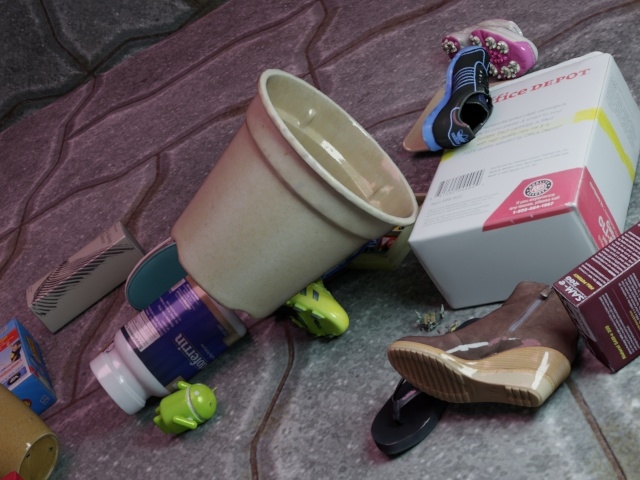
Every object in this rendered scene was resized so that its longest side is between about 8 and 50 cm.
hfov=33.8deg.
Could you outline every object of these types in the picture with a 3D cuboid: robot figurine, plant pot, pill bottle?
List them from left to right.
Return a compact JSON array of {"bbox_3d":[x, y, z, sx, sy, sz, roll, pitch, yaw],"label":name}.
[{"bbox_3d":[-0.619,0.367,1.939,0.254,0.237,0.237,18,53,22],"label":"plant pot"},{"bbox_3d":[-0.278,0.188,1.918,0.264,0.153,0.153,-39,28,-5],"label":"pill bottle"},{"bbox_3d":[-0.228,0.287,1.801,0.115,0.067,0.101,-27,27,16],"label":"robot figurine"},{"bbox_3d":[-0.065,-0.049,1.697,0.305,0.334,0.334,-45,24,20],"label":"plant pot"}]

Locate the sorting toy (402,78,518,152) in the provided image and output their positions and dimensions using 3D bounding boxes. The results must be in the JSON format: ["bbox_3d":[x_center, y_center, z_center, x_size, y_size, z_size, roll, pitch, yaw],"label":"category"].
[{"bbox_3d":[0.287,-0.240,2.083,0.208,0.038,0.193,1,45,42],"label":"sorting toy"}]

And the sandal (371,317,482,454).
[{"bbox_3d":[0.155,0.200,1.528,0.254,0.054,0.097,-48,30,-21],"label":"sandal"}]

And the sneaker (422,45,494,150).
[{"bbox_3d":[0.250,-0.238,1.737,0.090,0.081,0.232,-6,47,42],"label":"sneaker"}]

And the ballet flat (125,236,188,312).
[{"bbox_3d":[-0.230,0.008,2.166,0.400,0.139,0.139,-41,26,15],"label":"ballet flat"}]

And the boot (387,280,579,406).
[{"bbox_3d":[0.241,0.134,1.477,0.248,0.090,0.207,10,42,29],"label":"boot"}]

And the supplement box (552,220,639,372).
[{"bbox_3d":[0.437,0.046,1.374,0.239,0.130,0.073,-35,28,-2],"label":"supplement box"}]

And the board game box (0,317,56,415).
[{"bbox_3d":[-0.729,0.343,2.246,0.308,0.086,0.302,-39,28,-6],"label":"board game box"}]

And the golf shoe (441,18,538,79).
[{"bbox_3d":[0.367,-0.408,2.157,0.140,0.115,0.306,-33,23,-12],"label":"golf shoe"}]

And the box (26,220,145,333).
[{"bbox_3d":[-0.538,0.083,2.424,0.275,0.094,0.113,-38,27,-3],"label":"box"}]

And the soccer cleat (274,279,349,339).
[{"bbox_3d":[-0.029,0.091,1.858,0.121,0.093,0.289,-43,28,-18],"label":"soccer cleat"}]

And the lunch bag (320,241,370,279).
[{"bbox_3d":[0.000,0.000,1.880,0.129,0.096,0.151,14,58,49],"label":"lunch bag"}]

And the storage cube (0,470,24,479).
[{"bbox_3d":[-0.497,0.514,1.626,0.215,0.183,0.193,-33,28,5],"label":"storage cube"}]

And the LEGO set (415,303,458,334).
[{"bbox_3d":[0.181,0.130,1.649,0.054,0.023,0.083,-38,41,0],"label":"LEGO set"}]

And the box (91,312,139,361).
[{"bbox_3d":[-0.350,0.217,2.079,0.225,0.036,0.136,9,51,51],"label":"box"}]

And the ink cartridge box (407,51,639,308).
[{"bbox_3d":[0.337,-0.097,1.669,0.279,0.160,0.385,-14,35,36],"label":"ink cartridge box"}]

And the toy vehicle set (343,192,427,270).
[{"bbox_3d":[0.079,-0.018,1.963,0.267,0.035,0.166,1,45,48],"label":"toy vehicle set"}]
